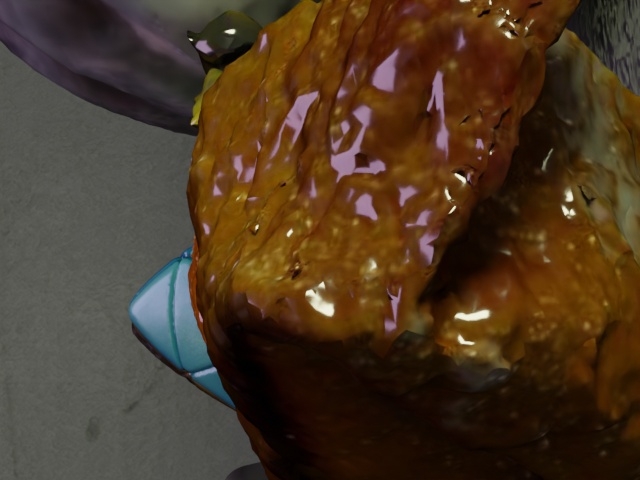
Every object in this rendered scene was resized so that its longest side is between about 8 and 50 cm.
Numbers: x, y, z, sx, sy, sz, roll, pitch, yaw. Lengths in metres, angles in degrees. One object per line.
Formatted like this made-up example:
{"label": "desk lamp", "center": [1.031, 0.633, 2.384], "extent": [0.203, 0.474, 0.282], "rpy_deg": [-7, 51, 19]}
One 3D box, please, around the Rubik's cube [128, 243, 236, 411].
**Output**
{"label": "Rubik's cube", "center": [-0.002, 0.063, 1.405], "extent": [0.254, 0.254, 0.254], "rpy_deg": [-179, 90, -87]}

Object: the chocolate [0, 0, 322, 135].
{"label": "chocolate", "center": [-0.030, -0.154, 0.652], "extent": [0.303, 0.303, 0.213], "rpy_deg": [-96, 2, -65]}

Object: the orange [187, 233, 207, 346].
{"label": "orange", "center": [0.023, 0.001, 0.775], "extent": [0.193, 0.161, 0.193], "rpy_deg": [-173, 90, -82]}

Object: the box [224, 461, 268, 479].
{"label": "box", "center": [-0.001, 0.201, 0.938], "extent": [0.124, 0.093, 0.172], "rpy_deg": [-122, 23, -79]}

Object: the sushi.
{"label": "sushi", "center": [0.035, 0.011, 0.504], "extent": [0.296, 0.167, 0.179], "rpy_deg": [63, -153, -51]}
